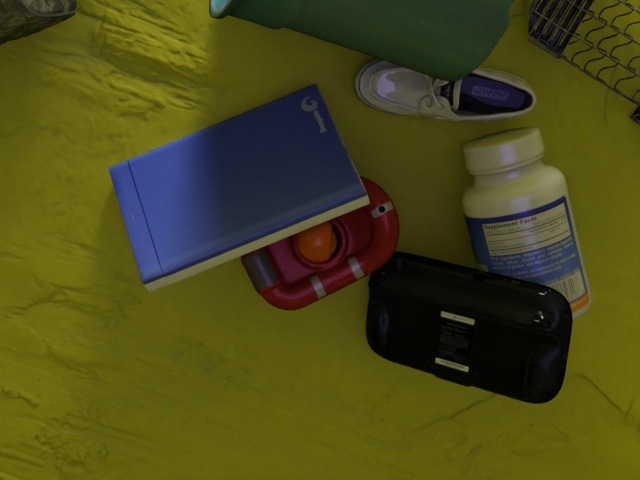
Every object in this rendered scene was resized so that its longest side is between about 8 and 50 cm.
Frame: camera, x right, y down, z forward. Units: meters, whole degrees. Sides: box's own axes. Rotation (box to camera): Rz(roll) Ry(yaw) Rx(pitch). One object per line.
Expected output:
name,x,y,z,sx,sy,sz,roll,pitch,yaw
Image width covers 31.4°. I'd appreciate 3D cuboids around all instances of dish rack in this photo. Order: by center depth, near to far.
dish rack,0.434,-0.310,1.630,0.272,0.074,0.208,30,96,-9

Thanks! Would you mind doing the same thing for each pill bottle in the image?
pill bottle,0.288,-0.018,1.630,0.152,0.152,0.272,-17,102,-2

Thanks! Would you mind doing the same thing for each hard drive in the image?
hard drive,-0.117,-0.077,1.568,0.319,0.210,0.040,-22,146,-1

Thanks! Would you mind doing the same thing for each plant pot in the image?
plant pot,0.077,-0.382,1.465,0.334,0.341,0.341,20,99,-17

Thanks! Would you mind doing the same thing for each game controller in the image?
game controller,0.200,0.121,1.610,0.319,0.067,0.166,14,112,35

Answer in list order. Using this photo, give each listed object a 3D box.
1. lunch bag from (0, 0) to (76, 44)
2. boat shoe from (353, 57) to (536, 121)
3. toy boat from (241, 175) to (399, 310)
lunch bag,-0.491,-0.377,1.465,0.256,0.212,0.305,-16,102,15
boat shoe,0.179,-0.217,1.614,0.258,0.084,0.095,0,101,-6
toy boat,0.000,0.000,1.597,0.231,0.151,0.151,-27,90,0
